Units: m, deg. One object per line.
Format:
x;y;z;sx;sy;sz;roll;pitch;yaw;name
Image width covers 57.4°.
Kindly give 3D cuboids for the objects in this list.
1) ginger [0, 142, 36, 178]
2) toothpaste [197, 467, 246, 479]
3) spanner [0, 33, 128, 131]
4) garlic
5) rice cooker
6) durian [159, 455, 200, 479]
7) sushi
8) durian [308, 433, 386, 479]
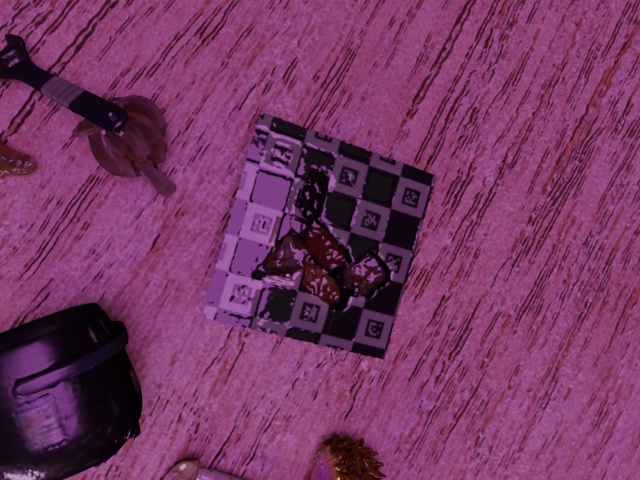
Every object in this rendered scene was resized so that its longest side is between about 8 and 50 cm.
-0.531;-0.144;0.947;0.137;0.044;0.057;33;68;-13;ginger
-0.138;0.453;1.061;0.190;0.031;0.048;25;104;-13;toothpaste
-0.411;-0.243;0.898;0.315;0.024;0.087;28;75;20;spanner
-0.298;-0.154;0.965;0.131;0.127;0.194;-36;126;11;garlic
-0.401;0.231;0.889;0.267;0.267;0.224;-20;97;-10;rice cooker
-0.254;0.430;1.020;0.052;0.066;0.130;32;77;-12;durian
0.000;0.000;1.048;0.343;0.064;0.359;16;89;-16;sushi
0.039;0.531;1.059;0.191;0.112;0.341;23;86;-9;durian
